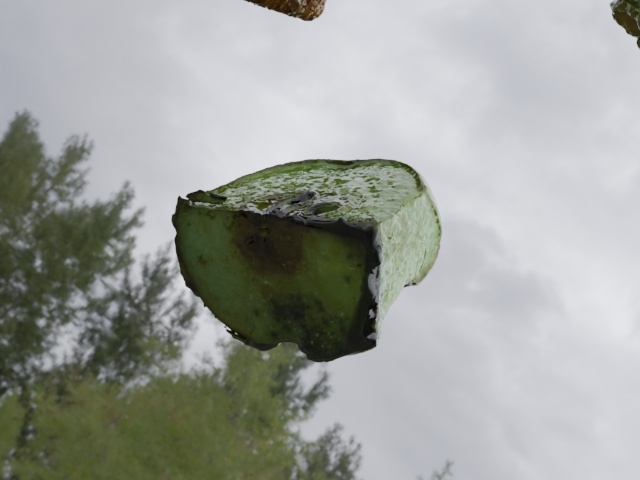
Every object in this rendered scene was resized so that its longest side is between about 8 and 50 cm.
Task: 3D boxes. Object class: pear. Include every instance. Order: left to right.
[{"bbox_3d":[0.000,0.000,0.995,0.238,0.255,0.164,8,-66,24],"label":"pear"}]

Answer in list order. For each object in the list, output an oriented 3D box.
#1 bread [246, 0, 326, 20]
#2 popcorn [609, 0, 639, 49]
[{"bbox_3d":[-0.084,-0.288,0.819,0.233,0.105,0.076,39,-21,-7],"label":"bread"},{"bbox_3d":[0.512,-0.356,1.281,0.204,0.221,0.184,34,-74,-14],"label":"popcorn"}]
